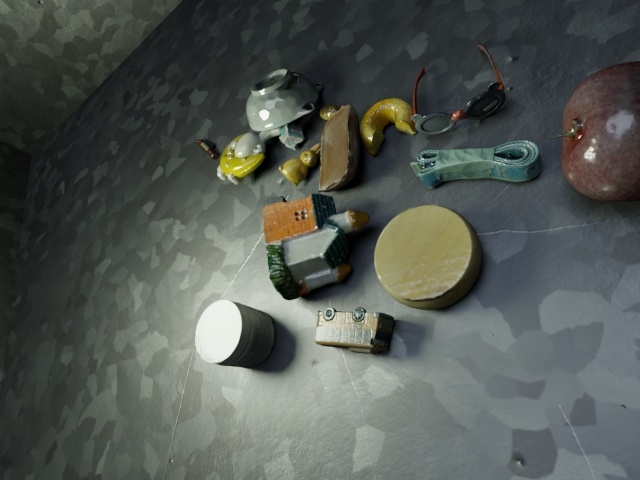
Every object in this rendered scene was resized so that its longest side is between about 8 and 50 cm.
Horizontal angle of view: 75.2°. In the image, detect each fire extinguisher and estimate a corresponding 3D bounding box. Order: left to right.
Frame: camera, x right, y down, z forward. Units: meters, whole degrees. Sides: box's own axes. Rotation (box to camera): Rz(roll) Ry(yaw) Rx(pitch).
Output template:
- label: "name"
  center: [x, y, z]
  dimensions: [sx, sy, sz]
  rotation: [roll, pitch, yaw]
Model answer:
- label: "fire extinguisher"
  center: [-0.467, -0.388, 1.719]
  dimensions: [0.049, 0.035, 0.173]
  rotation: [-53, 54, 8]

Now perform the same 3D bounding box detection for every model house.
- label: "model house"
  center: [0.000, 0.000, 1.156]
  dimensions: [0.300, 0.190, 0.272]
  rotation: [-16, 56, 10]

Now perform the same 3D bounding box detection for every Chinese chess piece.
- label: "Chinese chess piece"
  center: [0.252, 0.039, 0.987]
  dimensions: [0.250, 0.097, 0.251]
  rotation: [-14, 63, 28]

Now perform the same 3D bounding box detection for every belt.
- label: "belt"
  center: [0.372, -0.184, 1.021]
  dimensions: [0.302, 0.072, 0.088]
  rotation: [1, 67, 35]

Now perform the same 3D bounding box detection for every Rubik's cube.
- label: "Rubik's cube"
  center: [-0.098, -0.352, 1.425]
  dimensions: [0.073, 0.084, 0.075]
  rotation: [-44, 29, 44]

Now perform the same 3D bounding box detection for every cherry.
- label: "cherry"
  center: [0.599, -0.202, 0.784]
  dimensions: [0.306, 0.221, 0.262]
  rotation: [2, 79, 22]

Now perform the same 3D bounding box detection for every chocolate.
- label: "chocolate"
  center: [0.070, -0.269, 1.258]
  dimensions: [0.161, 0.083, 0.262]
  rotation: [-21, 59, 54]

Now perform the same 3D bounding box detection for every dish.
- label: "dish"
  center: [-0.147, -0.504, 1.437]
  dimensions: [0.302, 0.120, 0.303]
  rotation: [-18, 40, 16]

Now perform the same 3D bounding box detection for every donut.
- label: "donut"
  center: [0.190, -0.347, 1.220]
  dimensions: [0.181, 0.078, 0.146]
  rotation: [-25, 60, 22]

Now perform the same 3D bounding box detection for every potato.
- label: "potato"
  center: [0.032, -0.426, 1.386]
  dimensions: [0.083, 0.040, 0.051]
  rotation: [16, 74, 37]

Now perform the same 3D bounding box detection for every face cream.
- label: "face cream"
  center: [-0.241, 0.269, 1.188]
  dimensions: [0.177, 0.152, 0.178]
  rotation: [-13, 64, 30]

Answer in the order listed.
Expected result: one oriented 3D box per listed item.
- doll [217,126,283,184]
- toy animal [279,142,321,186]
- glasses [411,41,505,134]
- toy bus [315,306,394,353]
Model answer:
- label: "doll"
  center: [-0.262, -0.312, 1.491]
  dimensions: [0.237, 0.111, 0.252]
  rotation: [5, 59, 47]
- label: "toy animal"
  center: [-0.052, -0.257, 1.345]
  dimensions: [0.159, 0.083, 0.070]
  rotation: [-42, 28, 3]
- label: "glasses"
  center: [0.352, -0.428, 1.118]
  dimensions: [0.234, 0.118, 0.269]
  rotation: [-18, 60, 29]
- label: "toy bus"
  center: [0.082, 0.222, 1.025]
  dimensions: [0.181, 0.091, 0.104]
  rotation: [-6, 68, 35]
